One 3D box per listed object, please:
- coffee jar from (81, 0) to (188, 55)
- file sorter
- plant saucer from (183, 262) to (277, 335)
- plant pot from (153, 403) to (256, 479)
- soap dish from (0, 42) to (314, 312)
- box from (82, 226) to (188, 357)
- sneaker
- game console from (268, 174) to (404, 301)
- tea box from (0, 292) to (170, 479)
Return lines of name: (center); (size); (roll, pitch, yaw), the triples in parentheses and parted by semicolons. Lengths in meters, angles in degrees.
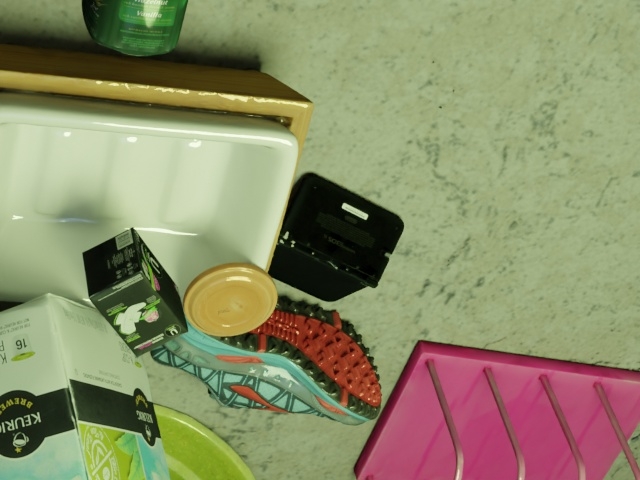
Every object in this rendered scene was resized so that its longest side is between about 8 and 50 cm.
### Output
coffee jar: (-0.130, -0.242, 1.209); (0.079, 0.096, 0.184); (4, 129, -20)
file sorter: (0.218, 0.257, 1.656); (0.290, 0.182, 0.202); (9, 127, -20)
plant saucer: (-0.079, 0.054, 1.374); (0.083, 0.013, 0.083); (-7, 132, -8)
plant pot: (-0.221, 0.348, 1.607); (0.276, 0.276, 0.254); (19, 135, -26)
soap dish: (-0.174, -0.053, 1.346); (0.290, 0.118, 0.229); (5, 128, -16)
box: (-0.155, 0.044, 1.312); (0.052, 0.062, 0.083); (-26, 130, 7)
sneaker: (-0.057, 0.117, 1.551); (0.262, 0.104, 0.125); (30, 135, -27)
game console: (0.000, 0.000, 1.502); (0.122, 0.071, 0.107); (25, 91, -30)
tea box: (-0.307, 0.255, 1.337); (0.329, 0.324, 0.220); (-18, 167, 9)
